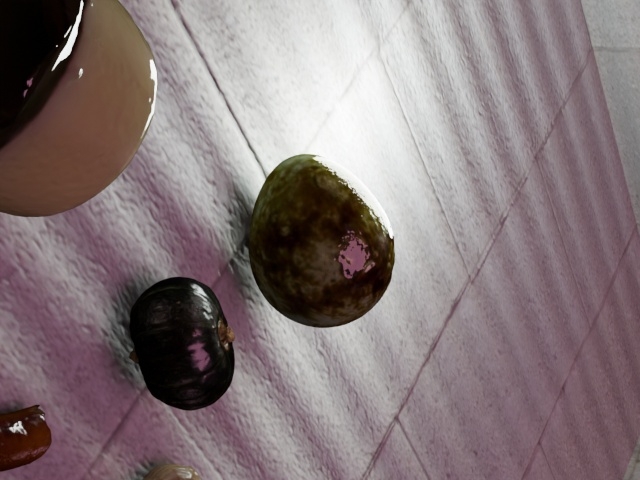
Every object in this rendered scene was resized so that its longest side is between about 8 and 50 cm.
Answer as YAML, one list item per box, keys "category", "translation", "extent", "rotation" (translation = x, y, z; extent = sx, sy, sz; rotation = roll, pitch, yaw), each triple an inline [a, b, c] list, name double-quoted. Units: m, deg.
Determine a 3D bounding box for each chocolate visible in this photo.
- category: "chocolate"
  translation: [-0.326, -0.189, 1.288]
  extent: [0.297, 0.326, 0.314]
  rotation: [23, 45, -52]

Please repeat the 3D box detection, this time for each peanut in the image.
- category: "peanut"
  translation: [-0.256, 0.394, 1.722]
  extent: [0.206, 0.087, 0.087]
  rotation: [-22, 115, -50]

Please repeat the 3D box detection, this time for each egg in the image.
- category: "egg"
  translation: [0.000, 0.000, 1.872]
  extent: [0.238, 0.238, 0.289]
  rotation: [-29, 117, -49]

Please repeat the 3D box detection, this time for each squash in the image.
- category: "squash"
  translation: [-0.200, 0.150, 1.679]
  extent: [0.193, 0.155, 0.193]
  rotation: [-178, -90, -82]

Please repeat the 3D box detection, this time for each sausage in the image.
- category: "sausage"
  translation: [-0.449, 0.235, 1.415]
  extent: [0.302, 0.076, 0.103]
  rotation: [26, 67, -56]
